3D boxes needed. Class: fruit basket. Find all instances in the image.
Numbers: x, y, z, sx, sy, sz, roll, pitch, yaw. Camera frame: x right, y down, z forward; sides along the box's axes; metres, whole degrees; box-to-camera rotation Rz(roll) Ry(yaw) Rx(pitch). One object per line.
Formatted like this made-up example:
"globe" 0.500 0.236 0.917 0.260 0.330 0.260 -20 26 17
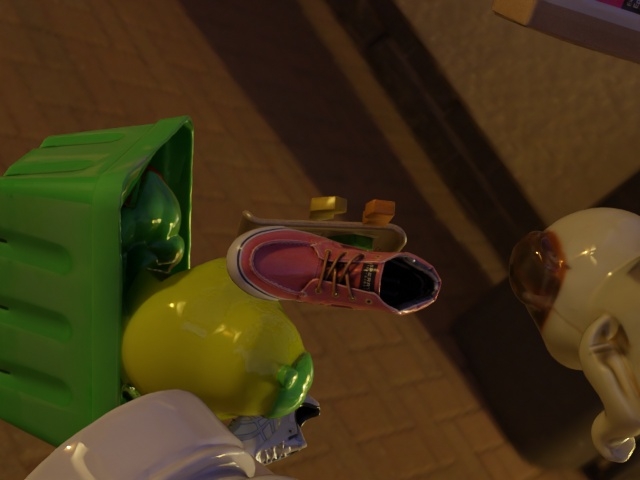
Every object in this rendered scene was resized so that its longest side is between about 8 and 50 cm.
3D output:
"fruit basket" -0.165 0.073 1.395 0.392 0.392 0.283 48 25 -9

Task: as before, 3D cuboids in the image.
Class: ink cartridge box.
"ink cartridge box" 0.309 -0.308 1.298 0.193 0.235 0.088 12 17 -20

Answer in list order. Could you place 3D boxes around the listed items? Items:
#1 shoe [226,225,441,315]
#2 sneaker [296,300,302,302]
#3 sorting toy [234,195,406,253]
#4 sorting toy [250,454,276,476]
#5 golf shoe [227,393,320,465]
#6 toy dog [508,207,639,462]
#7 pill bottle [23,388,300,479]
"shoe" 0.014 0.025 1.067 0.178 0.081 0.063 12 82 -36
"sneaker" -0.021 0.025 1.143 0.031 0.035 0.083 -12 34 -24
"sorting toy" 0.000 0.000 1.792 0.229 0.307 0.041 6 74 -6
"sorting toy" -0.072 0.291 1.054 0.347 0.196 0.047 43 -7 -22
"golf shoe" -0.062 0.232 1.501 0.086 0.069 0.176 18 47 18
"toy dog" 0.406 0.084 1.511 0.284 0.408 0.395 -21 111 -31
"pill bottle" -0.033 0.298 0.826 0.392 0.224 0.224 45 19 23
